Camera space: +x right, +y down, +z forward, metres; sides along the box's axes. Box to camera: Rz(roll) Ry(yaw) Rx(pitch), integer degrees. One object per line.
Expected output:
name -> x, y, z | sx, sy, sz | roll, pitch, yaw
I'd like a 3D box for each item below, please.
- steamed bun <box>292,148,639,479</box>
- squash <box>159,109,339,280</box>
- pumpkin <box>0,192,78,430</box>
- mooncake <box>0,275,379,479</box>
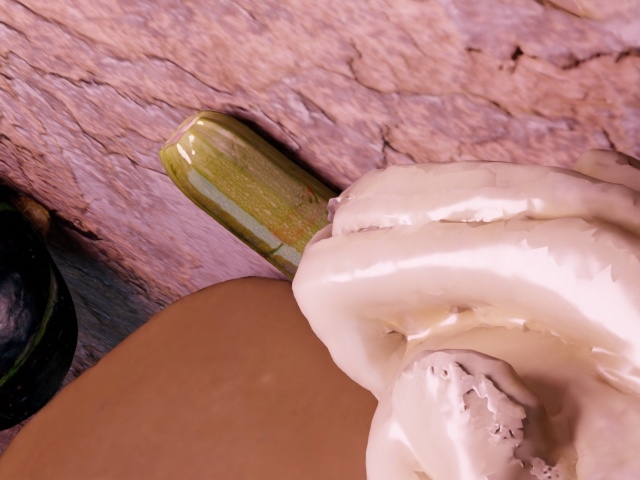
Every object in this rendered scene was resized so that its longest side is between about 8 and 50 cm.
steamed bun -> 0.163, 0.090, 0.477 | 0.347, 0.237, 0.394 | 60, -169, -4
squash -> 0.000, 0.000, 0.754 | 0.229, 0.066, 0.066 | 38, 160, -18
pumpkin -> -0.361, 0.041, 1.148 | 0.315, 0.238, 0.315 | 46, 166, 14
mooncake -> -0.050, 0.273, 0.908 | 0.467, 0.467, 0.262 | 14, 162, 39
